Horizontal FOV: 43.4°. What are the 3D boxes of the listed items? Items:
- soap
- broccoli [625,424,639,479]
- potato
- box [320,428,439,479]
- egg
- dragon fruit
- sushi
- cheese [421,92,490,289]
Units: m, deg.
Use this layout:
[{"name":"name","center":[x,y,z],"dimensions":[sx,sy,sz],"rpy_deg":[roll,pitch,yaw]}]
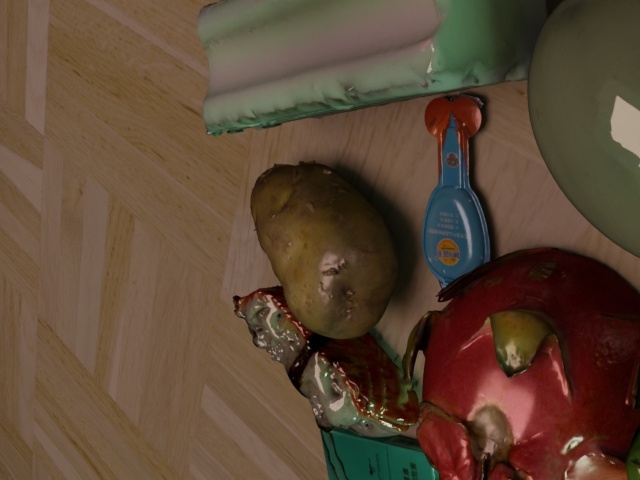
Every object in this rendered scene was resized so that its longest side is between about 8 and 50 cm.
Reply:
[{"name":"soap","center":[0.033,-0.222,0.911],"dimensions":[0.446,0.261,0.156],"rpy_deg":[-2,101,49]},{"name":"broccoli","center":[0.396,0.235,0.650],"dimensions":[0.297,0.297,0.298],"rpy_deg":[-4,100,52]},{"name":"potato","center":[0.000,0.000,1.111],"dimensions":[0.296,0.141,0.192],"rpy_deg":[49,128,35]},{"name":"box","center":[0.099,0.366,1.197],"dimensions":[0.226,0.042,0.161],"rpy_deg":[-1,101,47]},{"name":"egg","center":[0.298,-0.104,0.707],"dimensions":[0.203,0.202,0.283],"rpy_deg":[-40,70,46]},{"name":"dragon fruit","center":[0.215,0.171,0.875],"dimensions":[0.305,0.225,0.306],"rpy_deg":[21,120,44]},{"name":"sushi","center":[0.004,0.167,1.174],"dimensions":[0.332,0.124,0.130],"rpy_deg":[50,132,26]},{"name":"cheese","center":[0.166,-0.053,0.994],"dimensions":[0.106,0.037,0.256],"rpy_deg":[11,109,44]}]
